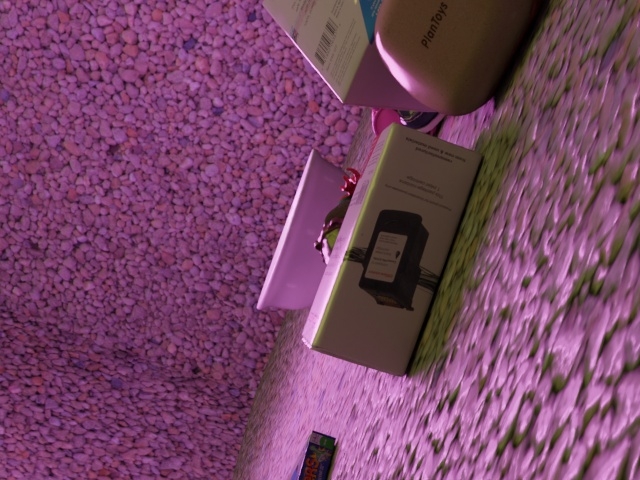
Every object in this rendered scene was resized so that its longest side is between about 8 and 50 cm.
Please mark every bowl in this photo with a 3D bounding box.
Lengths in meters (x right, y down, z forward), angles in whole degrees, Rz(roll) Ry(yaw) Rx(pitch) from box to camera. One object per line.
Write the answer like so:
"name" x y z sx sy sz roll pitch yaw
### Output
"bowl" 0.000 0.000 2.319 0.298 0.134 0.297 -161 90 -87

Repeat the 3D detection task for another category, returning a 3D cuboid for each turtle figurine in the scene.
"turtle figurine" 0.052 0.012 1.639 0.234 0.118 0.175 -82 11 -46

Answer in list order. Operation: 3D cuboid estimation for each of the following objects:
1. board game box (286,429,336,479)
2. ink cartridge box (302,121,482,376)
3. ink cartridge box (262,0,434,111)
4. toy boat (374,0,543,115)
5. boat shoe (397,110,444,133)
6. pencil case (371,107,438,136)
"board game box" -0.035 0.349 1.716 0.201 0.035 0.136 113 175 -50
"ink cartridge box" 0.069 0.012 1.386 0.172 0.100 0.237 164 126 -86
"ink cartridge box" 0.072 -0.283 1.555 0.232 0.168 0.171 56 133 41
"toy boat" 0.156 -0.240 1.361 0.151 0.151 0.231 -35 -19 -35
"boat shoe" 0.147 -0.258 1.675 0.095 0.079 0.254 18 82 44
"pencil case" 0.121 -0.208 1.834 0.095 0.098 0.209 -54 12 32
